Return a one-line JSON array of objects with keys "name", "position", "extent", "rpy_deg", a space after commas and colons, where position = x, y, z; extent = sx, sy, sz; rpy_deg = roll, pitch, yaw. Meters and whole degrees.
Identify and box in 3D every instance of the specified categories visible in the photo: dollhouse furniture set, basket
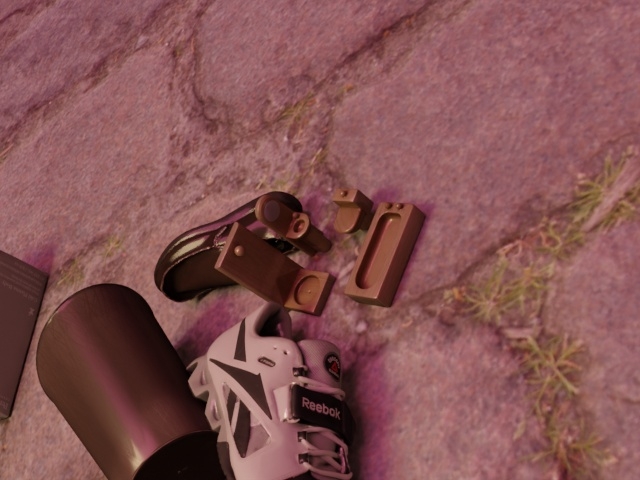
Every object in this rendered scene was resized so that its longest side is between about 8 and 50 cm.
[{"name": "dollhouse furniture set", "position": [0.000, 0.000, 1.062], "extent": [0.151, 0.123, 0.144], "rpy_deg": [7, 69, 45]}, {"name": "basket", "position": [-0.207, 0.193, 1.100], "extent": [0.154, 0.204, 0.227], "rpy_deg": [-21, 44, -26]}]

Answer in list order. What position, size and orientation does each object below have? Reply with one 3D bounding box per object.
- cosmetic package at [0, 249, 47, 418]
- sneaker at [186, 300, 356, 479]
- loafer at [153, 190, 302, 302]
[{"name": "cosmetic package", "position": [-0.507, 0.139, 1.434], "extent": [0.107, 0.127, 0.238], "rpy_deg": [-18, 54, 33]}, {"name": "sneaker", "position": [-0.026, 0.175, 0.968], "extent": [0.146, 0.122, 0.330], "rpy_deg": [-49, 42, 8]}, {"name": "loafer", "position": [-0.116, 0.020, 1.188], "extent": [0.220, 0.080, 0.078], "rpy_deg": [-32, 45, 22]}]
